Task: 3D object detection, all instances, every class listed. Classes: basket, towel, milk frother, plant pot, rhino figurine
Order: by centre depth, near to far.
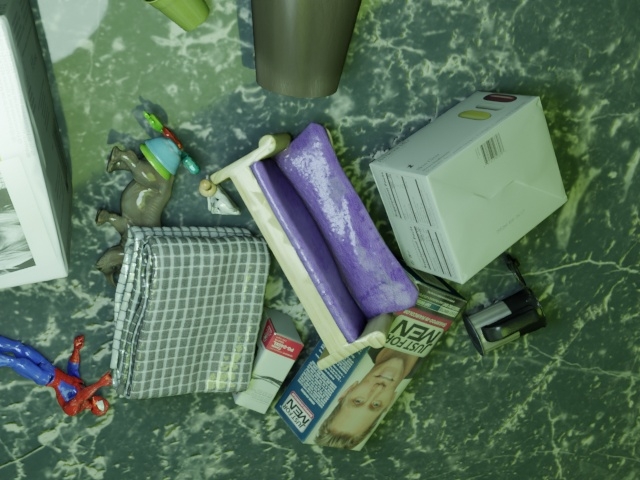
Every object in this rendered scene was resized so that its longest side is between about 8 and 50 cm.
[{"bbox_3d":[-0.208,-0.356,1.389,0.083,0.083,0.079,-41,130,4],"label":"plant pot"},{"bbox_3d":[-0.025,-0.341,1.402,0.204,0.154,0.227,-6,118,-27],"label":"basket"},{"bbox_3d":[-0.304,-0.030,1.497,0.106,0.073,0.243,11,110,-16],"label":"rhino figurine"},{"bbox_3d":[-0.209,0.121,1.505,0.235,0.121,0.284,-2,107,-42],"label":"towel"},{"bbox_3d":[0.330,0.119,1.731,0.134,0.129,0.143,-25,73,-5],"label":"milk frother"}]

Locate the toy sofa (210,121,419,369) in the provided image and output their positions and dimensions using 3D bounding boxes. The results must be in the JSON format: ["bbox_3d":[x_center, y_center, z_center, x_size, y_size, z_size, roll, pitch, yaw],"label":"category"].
[{"bbox_3d":[0.000,0.000,1.465,0.177,0.150,0.363,-29,93,13],"label":"toy sofa"}]

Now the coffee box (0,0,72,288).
[{"bbox_3d":[-0.532,-0.137,1.239,0.334,0.338,0.338,-11,115,-9],"label":"coffee box"}]

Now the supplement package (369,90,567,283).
[{"bbox_3d":[0.246,-0.094,1.533,0.261,0.145,0.204,-35,119,-25],"label":"supplement package"}]

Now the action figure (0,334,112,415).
[{"bbox_3d":[-0.441,0.191,1.540,0.139,0.091,0.280,-41,117,14],"label":"action figure"}]

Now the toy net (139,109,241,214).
[{"bbox_3d":[-0.209,-0.105,1.481,0.045,0.122,0.232,-40,138,2],"label":"toy net"}]

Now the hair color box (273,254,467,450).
[{"bbox_3d":[0.089,0.202,1.652,0.173,0.105,0.347,21,107,-47],"label":"hair color box"}]

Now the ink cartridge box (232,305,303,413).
[{"bbox_3d":[-0.100,0.208,1.632,0.063,0.109,0.151,24,104,-24],"label":"ink cartridge box"}]
